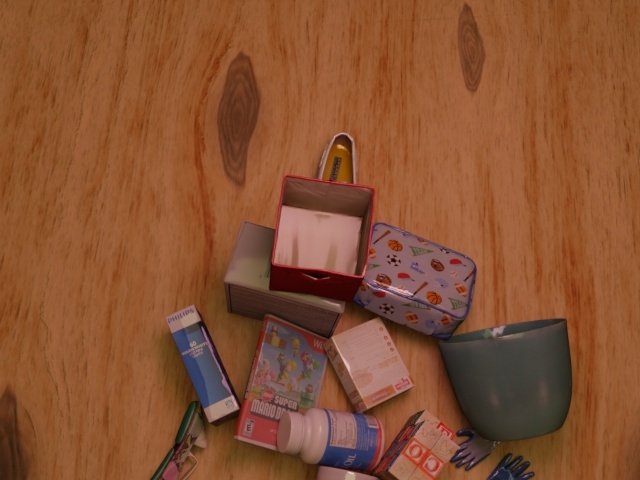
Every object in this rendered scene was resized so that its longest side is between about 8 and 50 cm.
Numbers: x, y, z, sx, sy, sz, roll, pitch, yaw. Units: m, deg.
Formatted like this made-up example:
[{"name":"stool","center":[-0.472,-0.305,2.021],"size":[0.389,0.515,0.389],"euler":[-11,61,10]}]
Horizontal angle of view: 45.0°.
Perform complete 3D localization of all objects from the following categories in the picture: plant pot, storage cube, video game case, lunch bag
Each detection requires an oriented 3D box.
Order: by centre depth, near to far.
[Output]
[{"name":"storage cube","center":[0.000,0.000,1.554],"size":[0.184,0.193,0.215],"euler":[8,70,-3]},{"name":"plant pot","center":[0.432,0.319,1.753],"size":[0.293,0.293,0.235],"euler":[-10,86,-8]},{"name":"video game case","center":[-0.081,0.336,1.768],"size":[0.204,0.025,0.285],"euler":[28,66,-36]},{"name":"lunch bag","center":[0.229,0.091,1.862],"size":[0.303,0.115,0.243],"euler":[23,45,-3]}]

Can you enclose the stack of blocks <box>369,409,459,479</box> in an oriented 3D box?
[{"name":"stack of blocks","center":[0.207,0.460,1.670],"size":[0.087,0.297,0.171],"euler":[37,74,8]}]

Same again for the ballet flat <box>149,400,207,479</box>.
[{"name":"ballet flat","center":[-0.306,0.475,1.748],"size":[0.079,0.077,0.221],"euler":[30,76,-14]}]

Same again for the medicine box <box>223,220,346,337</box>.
[{"name":"medicine box","center":[-0.072,0.099,1.770],"size":[0.264,0.289,0.149],"euler":[15,71,0]}]

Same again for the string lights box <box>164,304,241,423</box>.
[{"name":"string lights box","center":[-0.266,0.289,1.773],"size":[0.077,0.133,0.259],"euler":[-24,75,-8]}]

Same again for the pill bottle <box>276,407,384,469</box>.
[{"name":"pill bottle","center":[0.021,0.440,1.722],"size":[0.222,0.124,0.124],"euler":[12,70,-19]}]

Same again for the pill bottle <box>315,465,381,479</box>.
[{"name":"pill bottle","center":[0.032,0.664,1.645],"size":[0.188,0.188,0.333],"euler":[13,71,0]}]

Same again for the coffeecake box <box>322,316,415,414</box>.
[{"name":"coffeecake box","center":[0.114,0.294,1.821],"size":[0.142,0.068,0.185],"euler":[-19,73,-28]}]

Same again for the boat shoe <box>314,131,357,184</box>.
[{"name":"boat shoe","center":[0.036,-0.104,1.917],"size":[0.136,0.156,0.367],"euler":[12,71,0]}]

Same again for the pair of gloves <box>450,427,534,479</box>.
[{"name":"pair of gloves","center":[0.399,0.520,1.811],"size":[0.159,0.023,0.198],"euler":[-29,77,-13]}]
